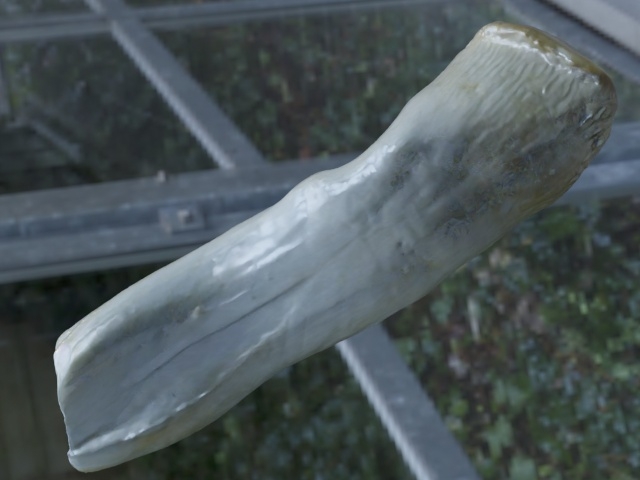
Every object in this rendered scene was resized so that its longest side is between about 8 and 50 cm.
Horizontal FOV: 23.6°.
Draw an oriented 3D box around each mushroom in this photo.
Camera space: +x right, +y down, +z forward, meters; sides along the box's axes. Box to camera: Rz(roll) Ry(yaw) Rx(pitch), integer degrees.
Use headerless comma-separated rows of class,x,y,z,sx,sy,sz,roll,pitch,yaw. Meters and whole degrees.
mushroom,0.001,0.003,0.479,0.059,0.202,0.054,56,176,-19
